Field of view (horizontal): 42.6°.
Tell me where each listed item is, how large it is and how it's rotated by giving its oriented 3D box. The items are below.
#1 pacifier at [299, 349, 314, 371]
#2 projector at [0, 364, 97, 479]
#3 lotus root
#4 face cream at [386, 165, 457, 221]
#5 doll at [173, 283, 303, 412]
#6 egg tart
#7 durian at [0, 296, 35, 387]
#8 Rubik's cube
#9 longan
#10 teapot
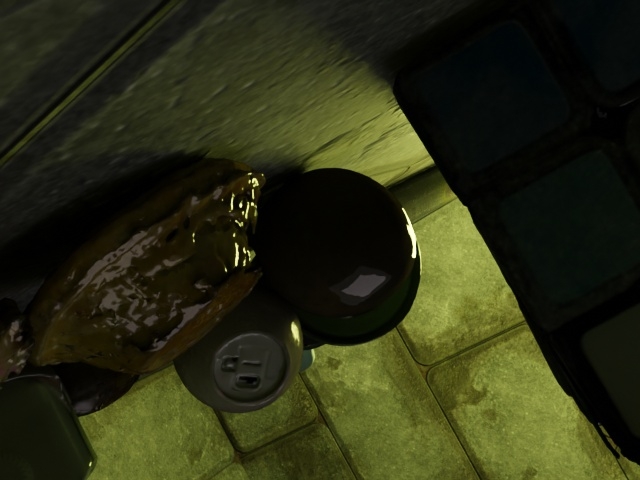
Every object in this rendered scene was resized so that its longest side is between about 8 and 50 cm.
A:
[{"bbox_3d":[-0.098,0.124,1.571,0.233,0.244,0.299,-68,-179,-46],"label":"pacifier"},{"bbox_3d":[-0.322,0.189,0.805,0.163,0.177,0.242,-28,174,-19],"label":"projector"},{"bbox_3d":[-0.303,0.162,1.019,0.120,0.120,0.209,-32,177,33],"label":"lotus root"},{"bbox_3d":[0.235,-0.110,1.514,0.283,0.073,0.073,-27,175,-26],"label":"face cream"},{"bbox_3d":[-0.114,0.094,0.968,0.150,0.151,0.287,-28,-159,-9],"label":"doll"},{"bbox_3d":[-0.128,0.033,0.647,0.241,0.106,0.241,-41,176,-4],"label":"egg tart"},{"bbox_3d":[-0.338,0.133,0.555,0.191,0.112,0.341,-11,152,-51],"label":"durian"},{"bbox_3d":[0.301,-0.065,0.728,0.362,0.363,0.359,-31,173,12],"label":"Rubik's cube"},{"bbox_3d":[0.000,0.000,0.881,0.204,0.159,0.185,10,180,-12],"label":"longan"},{"bbox_3d":[0.009,0.033,1.175,0.270,0.200,0.337,-59,-175,-15],"label":"teapot"}]
